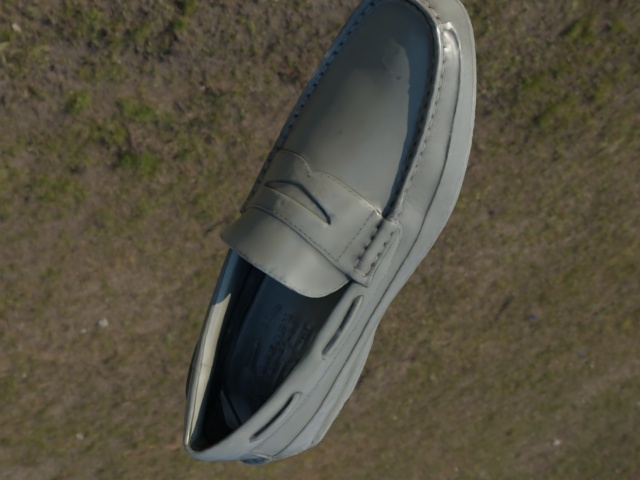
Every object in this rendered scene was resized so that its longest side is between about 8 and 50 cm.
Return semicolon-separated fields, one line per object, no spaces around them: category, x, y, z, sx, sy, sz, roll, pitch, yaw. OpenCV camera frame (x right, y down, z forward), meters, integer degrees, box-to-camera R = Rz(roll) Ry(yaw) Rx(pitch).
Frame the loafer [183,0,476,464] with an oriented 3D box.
loafer;0.000;0.000;0.534;0.111;0.112;0.319;-7;120;-55
